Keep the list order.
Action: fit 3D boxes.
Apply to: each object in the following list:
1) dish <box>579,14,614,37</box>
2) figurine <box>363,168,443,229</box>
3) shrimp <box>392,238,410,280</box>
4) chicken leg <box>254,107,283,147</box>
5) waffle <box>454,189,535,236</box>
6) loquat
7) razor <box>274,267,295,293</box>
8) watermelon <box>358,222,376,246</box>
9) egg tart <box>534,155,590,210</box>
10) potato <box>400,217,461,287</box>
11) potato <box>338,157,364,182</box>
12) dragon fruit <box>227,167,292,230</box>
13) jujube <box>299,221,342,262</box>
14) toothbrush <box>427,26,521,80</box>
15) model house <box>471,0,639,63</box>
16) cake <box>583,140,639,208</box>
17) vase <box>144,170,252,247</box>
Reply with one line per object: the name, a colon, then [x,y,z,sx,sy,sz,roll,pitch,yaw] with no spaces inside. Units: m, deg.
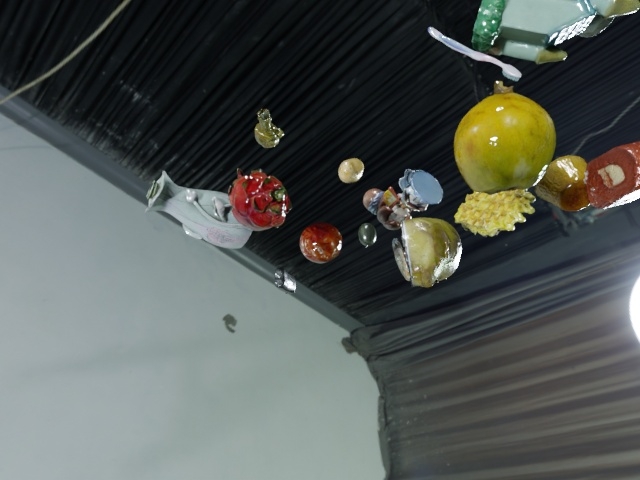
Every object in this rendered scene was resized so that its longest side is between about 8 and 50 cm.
dish: [0.668,-0.594,1.014,0.078,0.141,0.141,5,54,-14]
figurine: [0.411,-0.204,2.060,0.277,0.388,0.248,19,56,-19]
shrimp: [0.448,0.084,2.234,0.164,0.062,0.317,75,3,-46]
chicken leg: [-0.198,-0.417,1.528,0.088,0.227,0.103,-40,85,-18]
waffle: [0.672,-0.129,1.573,0.060,0.307,0.312,40,29,-25]
loquat: [0.394,-0.226,0.877,0.213,0.213,0.246,-4,93,-55]
razor: [-0.153,0.175,1.726,0.148,0.054,0.090,48,38,-64]
watermelon: [0.206,-0.024,1.778,0.078,0.078,0.110,22,55,-44]
egg tart: [0.984,-0.217,1.612,0.215,0.215,0.171,39,28,-29]
potato: [0.385,0.031,1.384,0.300,0.196,0.246,-35,112,-74]
potato: [0.153,-0.347,2.013,0.109,0.118,0.178,36,34,16]
dragon fruit: [-0.209,-0.130,1.341,0.192,0.274,0.193,25,78,-35]
jujube: [0.000,0.000,1.822,0.190,0.190,0.255,51,9,-12]
toothbrush: [0.367,-0.456,0.979,0.269,0.021,0.027,43,-15,23]
model house: [0.567,-0.567,0.964,0.325,0.267,0.194,23,13,18]
cake: [1.030,-0.228,1.372,0.283,0.151,0.177,71,3,-75]
vase: [-0.506,-0.126,1.724,0.445,0.250,0.250,24,45,-28]
